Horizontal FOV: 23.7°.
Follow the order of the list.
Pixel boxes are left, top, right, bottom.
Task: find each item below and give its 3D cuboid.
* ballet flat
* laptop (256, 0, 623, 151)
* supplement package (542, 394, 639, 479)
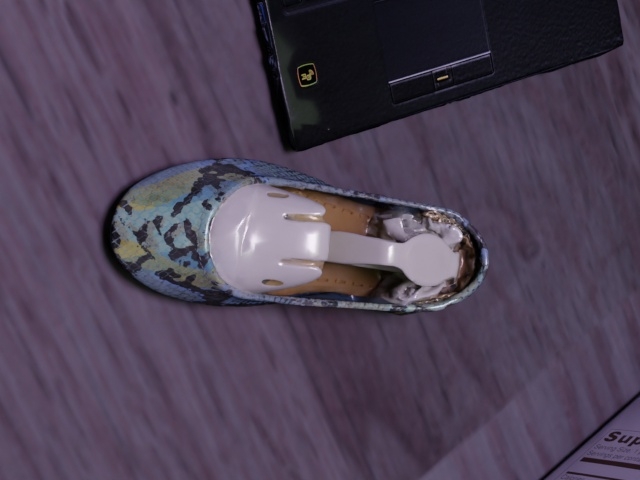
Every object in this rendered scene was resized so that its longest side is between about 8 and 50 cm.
[{"bbox_3d":[0.000,0.000,0.679,0.188,0.070,0.070,3,90,-37],"label":"ballet flat"},{"bbox_3d":[0.085,-0.195,0.689,0.234,0.137,0.264,-20,104,-35],"label":"laptop"},{"bbox_3d":[0.194,0.207,0.768,0.293,0.175,0.177,-33,110,-32],"label":"supplement package"}]
